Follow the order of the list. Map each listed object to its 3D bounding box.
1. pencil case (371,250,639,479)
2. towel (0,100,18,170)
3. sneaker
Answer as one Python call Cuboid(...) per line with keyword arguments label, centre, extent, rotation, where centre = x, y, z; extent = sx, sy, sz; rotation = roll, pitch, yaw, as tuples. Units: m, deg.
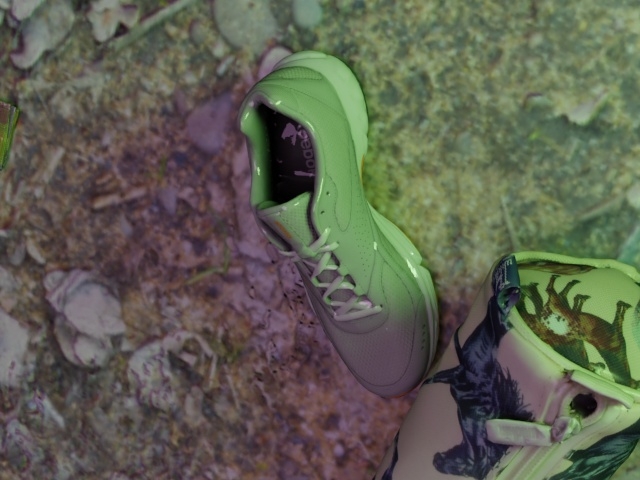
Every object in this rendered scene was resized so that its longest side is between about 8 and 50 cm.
Cuboid(label="pencil case", centre=(0.098, 0.199, 1.151), extent=(0.160, 0.183, 0.410), rotation=(35, 116, 10))
Cuboid(label="towel", centre=(-0.286, -0.096, 1.327), extent=(0.083, 0.009, 0.060), rotation=(23, 114, 17))
Cuboid(label="sneaker", centre=(0.000, 0.000, 1.169), extent=(0.099, 0.121, 0.262), rotation=(-18, 97, 27))
